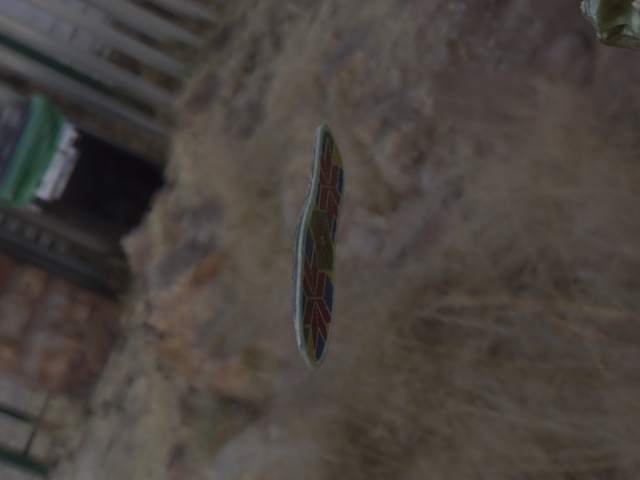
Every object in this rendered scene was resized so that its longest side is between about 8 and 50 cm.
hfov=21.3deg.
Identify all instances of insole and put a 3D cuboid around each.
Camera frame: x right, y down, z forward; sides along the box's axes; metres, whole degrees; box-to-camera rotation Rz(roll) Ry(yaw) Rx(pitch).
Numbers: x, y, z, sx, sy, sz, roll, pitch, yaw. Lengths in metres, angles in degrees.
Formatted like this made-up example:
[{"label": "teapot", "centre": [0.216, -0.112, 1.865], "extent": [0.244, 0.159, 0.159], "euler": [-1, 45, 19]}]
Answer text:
[{"label": "insole", "centre": [0.000, 0.000, 1.038], "extent": [0.006, 0.065, 0.193], "euler": [-9, 41, 16]}]

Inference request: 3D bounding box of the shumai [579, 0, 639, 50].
[{"label": "shumai", "centre": [0.401, -0.216, 1.408], "extent": [0.309, 0.263, 0.304], "euler": [-52, -14, 29]}]
